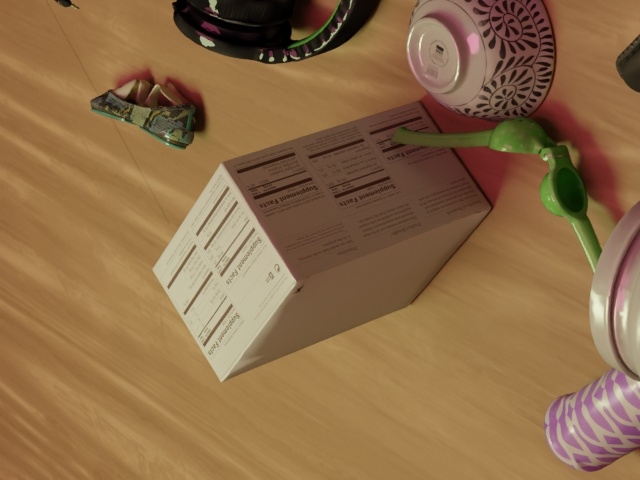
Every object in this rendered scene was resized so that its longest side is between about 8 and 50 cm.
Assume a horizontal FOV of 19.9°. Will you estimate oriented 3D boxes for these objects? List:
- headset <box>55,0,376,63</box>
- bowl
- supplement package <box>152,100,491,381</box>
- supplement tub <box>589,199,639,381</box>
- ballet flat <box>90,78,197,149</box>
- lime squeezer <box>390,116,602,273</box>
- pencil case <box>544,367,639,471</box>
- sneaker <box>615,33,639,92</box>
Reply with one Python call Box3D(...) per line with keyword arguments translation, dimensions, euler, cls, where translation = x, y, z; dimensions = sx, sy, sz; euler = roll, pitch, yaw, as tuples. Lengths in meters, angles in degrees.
Box3D(translation=(-0.120, -0.303, 1.924), dimensions=(0.394, 0.185, 0.243), euler=(3, 108, 40), cls="headset")
Box3D(translation=(0.135, -0.185, 1.741), dimensions=(0.170, 0.080, 0.170), euler=(26, 125, 44), cls="bowl")
Box3D(translation=(0.000, 0.000, 1.844), dimensions=(0.145, 0.262, 0.204), euler=(57, 142, 18), cls="supplement package")
Box3D(translation=(0.372, 0.069, 1.460), dimensions=(0.272, 0.191, 0.191), euler=(22, 122, 45), cls="supplement tub")
Box3D(translation=(-0.211, -0.164, 2.221), dimensions=(0.188, 0.070, 0.070), euler=(24, 124, 42), cls="ballet flat")
Box3D(translation=(0.197, -0.046, 1.719), dimensions=(0.310, 0.059, 0.110), euler=(43, 103, 23), cls="lime squeezer")
Box3D(translation=(0.290, 0.143, 1.693), dimensions=(0.206, 0.086, 0.088), euler=(-44, 37, 49), cls="pencil case")
Box3D(translation=(0.369, -0.136, 1.427), dimensions=(0.330, 0.122, 0.146), euler=(-16, 91, 54), cls="sneaker")
